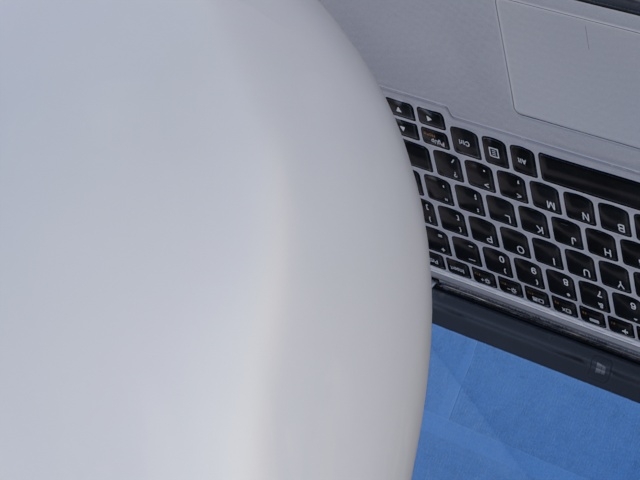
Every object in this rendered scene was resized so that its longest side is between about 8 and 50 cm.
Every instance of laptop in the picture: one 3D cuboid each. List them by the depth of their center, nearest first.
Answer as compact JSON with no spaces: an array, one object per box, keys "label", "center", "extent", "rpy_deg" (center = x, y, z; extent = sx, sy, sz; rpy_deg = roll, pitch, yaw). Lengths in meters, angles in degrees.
[{"label":"laptop","center":[0.099,0.083,1.064],"extent":[0.382,0.408,0.236],"rpy_deg":[20,50,37]}]

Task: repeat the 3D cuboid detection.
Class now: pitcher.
[{"label":"pitcher","center":[-0.047,0.048,0.464],"extent":[0.178,0.125,0.207],"rpy_deg":[-28,67,46]}]
